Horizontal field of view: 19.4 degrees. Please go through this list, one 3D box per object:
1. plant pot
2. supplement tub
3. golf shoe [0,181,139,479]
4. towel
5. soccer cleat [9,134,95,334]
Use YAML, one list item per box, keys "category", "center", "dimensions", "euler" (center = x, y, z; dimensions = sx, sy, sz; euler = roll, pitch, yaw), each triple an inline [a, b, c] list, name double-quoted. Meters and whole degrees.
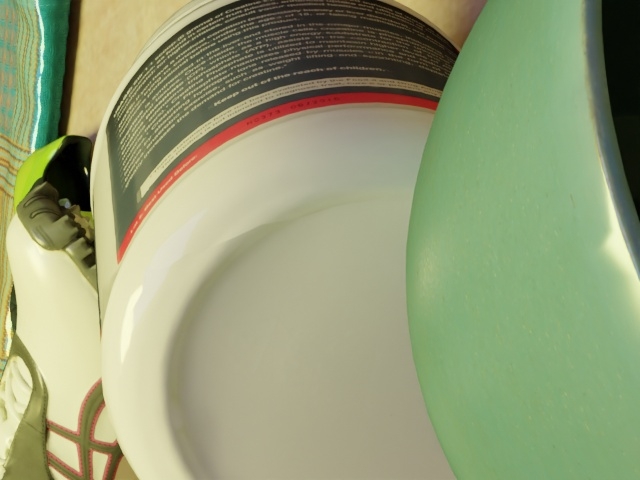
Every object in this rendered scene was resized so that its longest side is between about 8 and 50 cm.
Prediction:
- category: "plant pot"
  center: [0.158, 0.007, 0.543]
  dimensions: [0.235, 0.293, 0.293]
  euler: [135, 129, -64]
- category: "supplement tub"
  center: [0.000, 0.000, 0.788]
  dimensions: [0.272, 0.191, 0.191]
  euler: [-109, 33, -67]
- category: "golf shoe"
  center: [-0.138, 0.097, 1.024]
  dimensions: [0.105, 0.120, 0.273]
  euler: [50, 158, 50]
- category: "towel"
  center: [-0.269, -0.040, 1.395]
  dimensions: [0.271, 0.040, 0.370]
  euler: [22, 106, 56]
- category: "soccer cleat"
  center: [-0.167, 0.015, 1.220]
  dimensions: [0.072, 0.060, 0.179]
  euler: [-36, 56, 48]
